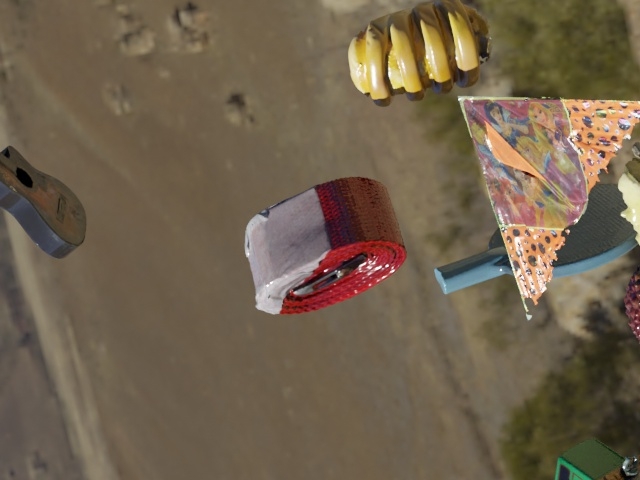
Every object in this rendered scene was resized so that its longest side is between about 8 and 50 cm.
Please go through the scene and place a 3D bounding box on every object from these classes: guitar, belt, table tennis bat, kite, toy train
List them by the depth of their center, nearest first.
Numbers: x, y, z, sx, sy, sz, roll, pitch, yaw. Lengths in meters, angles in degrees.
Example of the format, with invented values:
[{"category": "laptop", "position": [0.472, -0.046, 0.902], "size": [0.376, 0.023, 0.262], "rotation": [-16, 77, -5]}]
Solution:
[{"category": "kite", "position": [0.132, -0.055, 0.966], "size": [0.125, 0.008, 0.222], "rotation": [46, 144, 20]}, {"category": "guitar", "position": [-0.297, -0.073, 1.307], "size": [0.233, 0.025, 0.088], "rotation": [42, -159, -27]}, {"category": "toy train", "position": [0.345, 0.334, 1.795], "size": [0.136, 0.091, 0.227], "rotation": [38, 138, 38]}, {"category": "belt", "position": [0.000, 0.000, 1.803], "size": [0.128, 0.201, 0.124], "rotation": [35, -145, -53]}, {"category": "table tennis bat", "position": [0.320, 0.000, 2.116], "size": [0.215, 0.329, 0.044], "rotation": [-127, 17, -61]}]

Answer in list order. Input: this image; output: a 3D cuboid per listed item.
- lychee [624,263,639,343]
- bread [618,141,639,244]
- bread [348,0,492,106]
[{"category": "lychee", "position": [0.478, 0.089, 1.876], "size": [0.188, 0.188, 0.188], "rotation": [166, 90, -75]}, {"category": "bread", "position": [0.407, -0.033, 1.381], "size": [0.178, 0.266, 0.141], "rotation": [29, 135, 35]}, {"category": "bread", "position": [0.123, -0.226, 1.811], "size": [0.084, 0.177, 0.119], "rotation": [-112, 6, -50]}]
